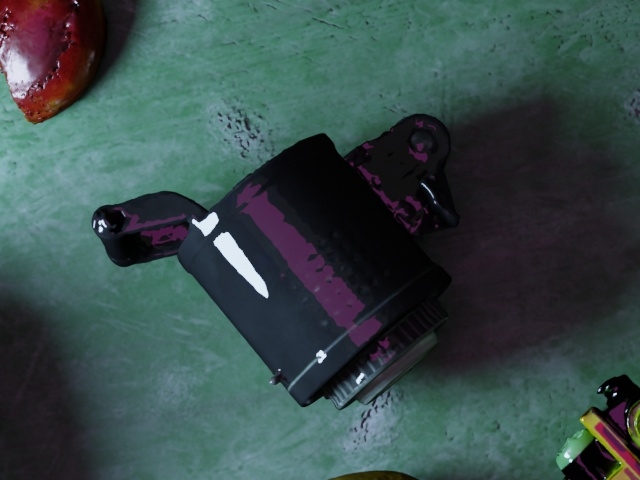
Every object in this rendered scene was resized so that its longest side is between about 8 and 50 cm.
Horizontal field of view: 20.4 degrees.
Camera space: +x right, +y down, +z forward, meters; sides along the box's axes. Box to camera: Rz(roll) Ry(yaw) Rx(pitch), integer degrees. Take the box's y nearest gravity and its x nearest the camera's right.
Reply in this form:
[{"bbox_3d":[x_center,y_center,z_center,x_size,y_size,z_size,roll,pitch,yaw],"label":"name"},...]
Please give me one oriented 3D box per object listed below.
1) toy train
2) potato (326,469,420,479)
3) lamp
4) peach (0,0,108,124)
[{"bbox_3d":[0.362,0.277,1.794,0.160,0.100,0.296,-43,82,4],"label":"toy train"},{"bbox_3d":[0.057,0.309,1.808,0.158,0.178,0.203,-43,67,-14],"label":"potato"},{"bbox_3d":[-0.010,0.043,1.805,0.374,0.205,0.272,-20,79,-5],"label":"lamp"},{"bbox_3d":[-0.302,-0.215,1.922,0.127,0.092,0.172,10,85,5],"label":"peach"}]
